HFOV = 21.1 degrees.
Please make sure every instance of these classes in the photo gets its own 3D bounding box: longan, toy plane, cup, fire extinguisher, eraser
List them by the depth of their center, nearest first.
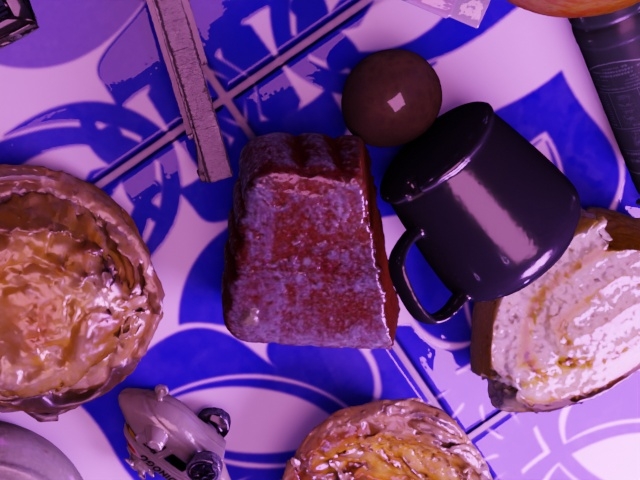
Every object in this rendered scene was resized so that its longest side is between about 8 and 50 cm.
[{"bbox_3d":[0.053,-0.275,1.688,0.225,0.095,0.052,19,100,-20],"label":"eraser"},{"bbox_3d":[0.073,-0.141,1.749,0.106,0.106,0.119,-33,156,-1],"label":"longan"},{"bbox_3d":[0.148,-0.023,1.755,0.223,0.169,0.176,-49,111,-22],"label":"cup"},{"bbox_3d":[0.348,-0.134,1.823,0.114,0.095,0.311,-9,119,37],"label":"fire extinguisher"},{"bbox_3d":[-0.121,0.256,1.851,0.108,0.092,0.286,-36,116,24],"label":"toy plane"}]

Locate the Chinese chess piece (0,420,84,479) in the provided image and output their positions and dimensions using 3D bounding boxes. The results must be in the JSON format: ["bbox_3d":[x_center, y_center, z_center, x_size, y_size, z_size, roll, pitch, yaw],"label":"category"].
[{"bbox_3d":[-0.360,0.310,1.795,0.250,0.101,0.250,-4,112,-11],"label":"Chinese chess piece"}]

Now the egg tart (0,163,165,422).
[{"bbox_3d":[-0.295,0.069,1.721,0.290,0.107,0.291,-4,110,-12],"label":"egg tart"}]

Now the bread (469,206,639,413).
[{"bbox_3d":[0.267,0.074,1.862,0.257,0.124,0.186,-38,109,3],"label":"bread"}]

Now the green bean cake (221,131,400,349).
[{"bbox_3d":[0.000,0.000,1.754,0.198,0.097,0.233,0,125,-8],"label":"green bean cake"}]

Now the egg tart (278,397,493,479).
[{"bbox_3d":[0.075,0.264,1.899,0.252,0.098,0.232,18,111,-16],"label":"egg tart"}]

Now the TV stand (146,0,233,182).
[{"bbox_3d":[-0.136,-0.182,1.700,0.040,0.049,0.256,-18,114,-6],"label":"TV stand"}]

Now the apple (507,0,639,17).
[{"bbox_3d":[0.255,-0.360,1.613,0.301,0.301,0.302,-5,111,-13],"label":"apple"}]

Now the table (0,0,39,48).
[{"bbox_3d":[-0.404,-0.285,1.435,0.222,0.335,0.272,-28,114,-3],"label":"table"}]
